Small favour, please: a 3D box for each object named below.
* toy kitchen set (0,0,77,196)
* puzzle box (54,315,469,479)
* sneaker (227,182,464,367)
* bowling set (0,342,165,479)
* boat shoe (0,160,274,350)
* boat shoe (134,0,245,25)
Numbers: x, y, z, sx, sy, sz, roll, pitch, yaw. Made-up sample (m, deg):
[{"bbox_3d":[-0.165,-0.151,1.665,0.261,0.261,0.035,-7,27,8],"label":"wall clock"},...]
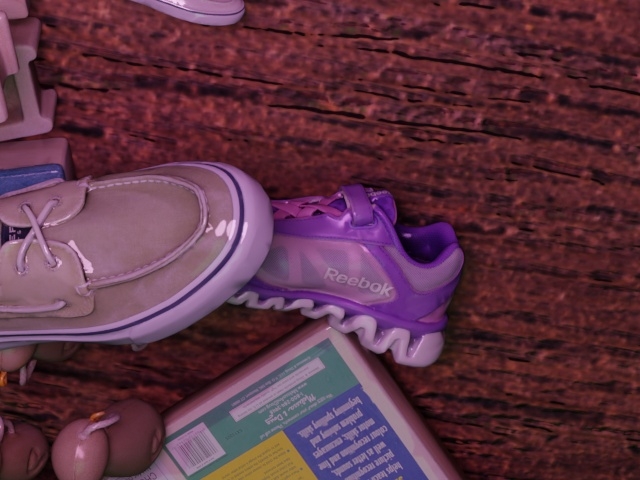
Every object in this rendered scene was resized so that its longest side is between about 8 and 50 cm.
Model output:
[{"bbox_3d":[-0.238,-0.059,1.213,0.122,0.166,0.207,-6,126,3],"label":"toy kitchen set"},{"bbox_3d":[-0.074,0.261,1.445,0.409,0.052,0.272,-32,102,14],"label":"puzzle box"},{"bbox_3d":[0.000,0.000,1.313,0.236,0.095,0.104,20,117,-20],"label":"sneaker"},{"bbox_3d":[-0.207,0.122,1.324,0.200,0.154,0.287,13,93,12],"label":"bowling set"},{"bbox_3d":[-0.172,0.015,1.201,0.302,0.109,0.094,-16,157,28],"label":"boat shoe"},{"bbox_3d":[-0.094,-0.168,1.218,0.100,0.035,0.035,18,127,-5],"label":"boat shoe"}]
